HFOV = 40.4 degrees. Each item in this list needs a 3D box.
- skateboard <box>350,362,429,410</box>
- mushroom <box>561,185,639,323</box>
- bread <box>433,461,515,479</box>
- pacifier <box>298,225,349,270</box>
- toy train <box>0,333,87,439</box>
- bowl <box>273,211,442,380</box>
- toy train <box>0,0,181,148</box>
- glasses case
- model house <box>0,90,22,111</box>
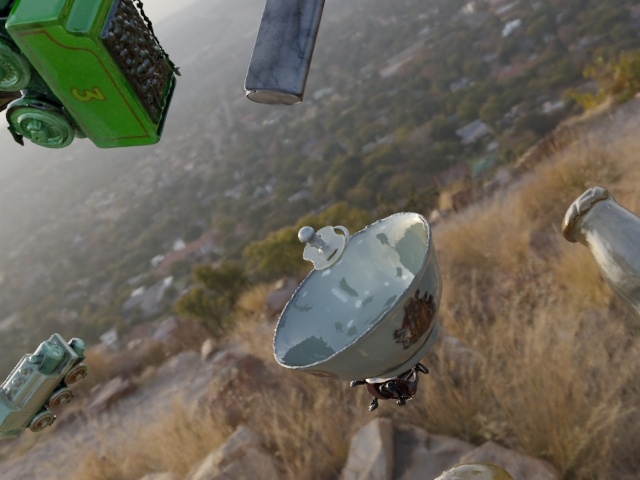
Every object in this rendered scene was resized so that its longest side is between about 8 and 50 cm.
[{"bbox_3d":[0.128,0.250,1.521,0.080,0.067,0.151,-42,13,-30],"label":"skateboard"},{"bbox_3d":[0.587,0.069,1.519,0.137,0.154,0.407,-21,50,-23],"label":"mushroom"},{"bbox_3d":[0.144,0.270,0.824,0.114,0.189,0.077,-41,54,-8],"label":"bread"},{"bbox_3d":[0.000,0.000,1.161,0.068,0.064,0.083,-52,33,1],"label":"pacifier"},{"bbox_3d":[-0.460,0.235,1.406,0.194,0.081,0.125,-52,-22,8],"label":"toy train"},{"bbox_3d":[0.093,0.125,1.442,0.337,0.157,0.337,-37,21,17],"label":"bowl"},{"bbox_3d":[-0.284,-0.205,0.985,0.188,0.243,0.132,-3,57,18],"label":"toy train"},{"bbox_3d":[-0.050,-0.389,1.556,0.114,0.060,0.299,6,74,22],"label":"glasses case"},{"bbox_3d":[-0.537,-0.287,1.418,0.279,0.218,0.205,-12,-30,-17],"label":"model house"}]
